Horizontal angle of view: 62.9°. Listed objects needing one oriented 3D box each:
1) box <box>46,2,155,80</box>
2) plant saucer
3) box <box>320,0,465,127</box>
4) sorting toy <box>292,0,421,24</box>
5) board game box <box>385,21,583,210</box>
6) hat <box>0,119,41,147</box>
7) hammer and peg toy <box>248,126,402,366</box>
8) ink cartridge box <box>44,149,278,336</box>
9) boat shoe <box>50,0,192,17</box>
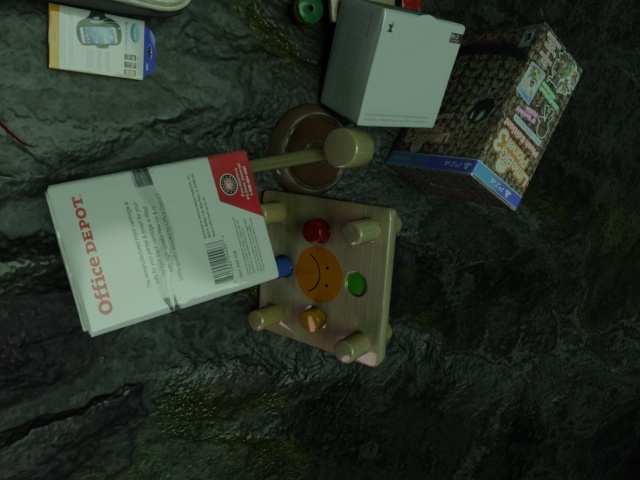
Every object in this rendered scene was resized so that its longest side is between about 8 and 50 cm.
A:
[{"bbox_3d":[-0.297,-0.266,0.715,0.136,0.028,0.081,-2,103,-35],"label":"box"},{"bbox_3d":[-0.011,-0.156,0.926,0.168,0.029,0.168,-10,108,-31],"label":"plant saucer"},{"bbox_3d":[0.119,-0.297,0.887,0.181,0.119,0.182,-6,123,-34],"label":"box"},{"bbox_3d":[0.067,-0.441,0.892,0.274,0.046,0.132,-15,110,-28],"label":"sorting toy"},{"bbox_3d":[0.299,-0.229,0.984,0.141,0.232,0.291,29,85,-34],"label":"board game box"},{"bbox_3d":[-0.475,-0.219,0.617,0.173,0.183,0.208,-10,86,-5],"label":"hat"},{"bbox_3d":[0.000,0.000,0.851,0.127,0.266,0.361,-13,110,-52],"label":"hammer and peg toy"},{"bbox_3d":[-0.223,-0.002,0.748,0.273,0.114,0.197,-16,93,-30],"label":"ink cartridge box"},{"bbox_3d":[-0.328,-0.344,0.648,0.335,0.095,0.112,4,97,-28],"label":"boat shoe"}]
